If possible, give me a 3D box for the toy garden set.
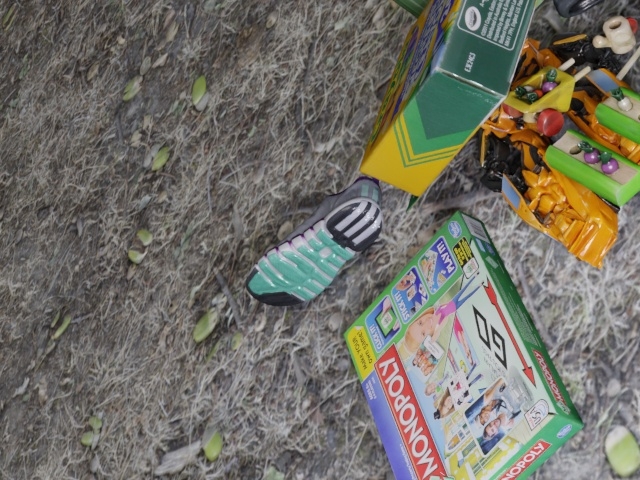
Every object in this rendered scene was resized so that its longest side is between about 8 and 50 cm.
[{"bbox_3d":[0.309,-0.164,1.566,0.244,0.049,0.204,-41,40,-9],"label":"toy garden set"}]

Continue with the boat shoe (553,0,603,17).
[{"bbox_3d":[0.370,-0.305,1.625,0.340,0.127,0.113,-11,87,34],"label":"boat shoe"}]

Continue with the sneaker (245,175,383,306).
[{"bbox_3d":[0.000,0.000,1.992,0.224,0.083,0.098,-34,24,32],"label":"sneaker"}]

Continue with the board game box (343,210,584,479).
[{"bbox_3d":[0.143,0.146,1.714,0.213,0.046,0.317,-48,38,23],"label":"board game box"}]

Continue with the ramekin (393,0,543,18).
[{"bbox_3d":[0.171,-0.403,1.919,0.303,0.148,0.303,-31,47,40],"label":"ramekin"}]

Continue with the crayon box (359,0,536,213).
[{"bbox_3d":[0.137,-0.184,1.749,0.323,0.083,0.203,125,166,-64],"label":"crayon box"}]

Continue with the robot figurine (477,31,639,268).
[{"bbox_3d":[0.256,-0.111,1.680,0.211,0.085,0.291,-52,36,15],"label":"robot figurine"}]
